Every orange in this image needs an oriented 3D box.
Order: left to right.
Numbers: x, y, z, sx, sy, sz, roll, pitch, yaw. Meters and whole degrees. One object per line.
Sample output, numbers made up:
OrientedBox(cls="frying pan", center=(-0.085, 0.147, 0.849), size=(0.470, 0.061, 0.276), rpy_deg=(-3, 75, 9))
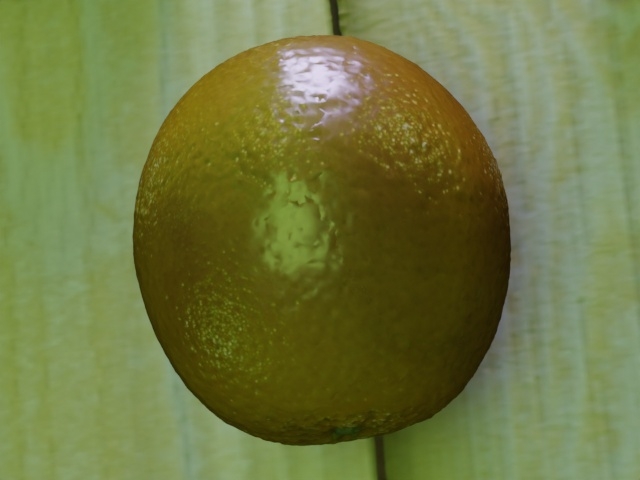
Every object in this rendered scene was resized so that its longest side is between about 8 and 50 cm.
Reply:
OrientedBox(cls="orange", center=(0.000, 0.000, 1.089), size=(0.236, 0.236, 0.236), rpy_deg=(-2, 84, 21))
